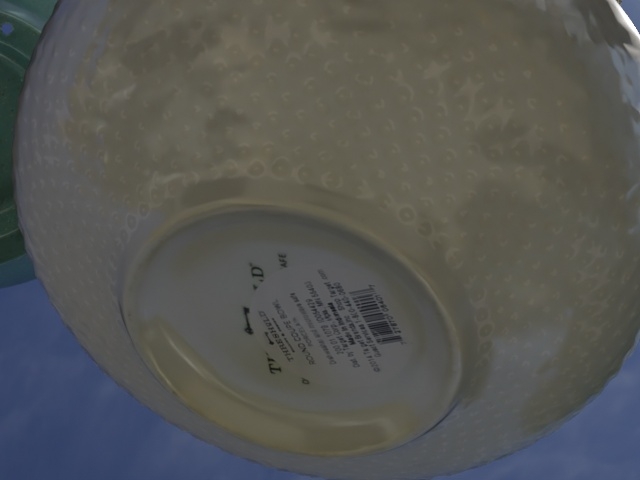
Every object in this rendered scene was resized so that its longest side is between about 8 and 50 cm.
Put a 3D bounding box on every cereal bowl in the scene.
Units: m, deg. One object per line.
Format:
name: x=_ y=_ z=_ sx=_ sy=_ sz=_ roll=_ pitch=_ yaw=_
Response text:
cereal bowl: x=0.000 y=0.000 z=0.740 sx=0.339 sy=0.339 sz=0.141 roll=24 pitch=-138 yaw=-3

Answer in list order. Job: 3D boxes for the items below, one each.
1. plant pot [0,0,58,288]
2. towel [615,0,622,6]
plant pot: x=-0.242 y=-0.089 z=1.043 sx=0.293 sy=0.196 sz=0.293 roll=-3 pitch=-74 yaw=-10
towel: x=0.099 y=-0.147 z=1.235 sx=0.282 sy=0.049 sz=0.187 roll=5 pitch=-91 yaw=8
